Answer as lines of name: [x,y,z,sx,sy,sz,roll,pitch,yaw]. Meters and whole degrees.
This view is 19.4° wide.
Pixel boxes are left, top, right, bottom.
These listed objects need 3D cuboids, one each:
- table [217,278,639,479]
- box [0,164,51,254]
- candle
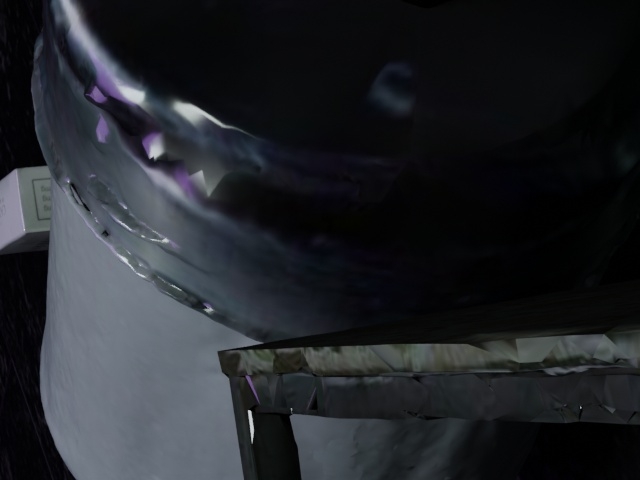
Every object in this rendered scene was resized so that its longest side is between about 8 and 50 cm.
table: [0.154,0.139,0.430,0.335,0.222,0.272,171,91,-66]
box: [-0.096,-0.022,0.998,0.084,0.154,0.040,153,109,-64]
candle: [0.000,0.000,0.717,0.342,0.221,0.221,101,150,-52]
